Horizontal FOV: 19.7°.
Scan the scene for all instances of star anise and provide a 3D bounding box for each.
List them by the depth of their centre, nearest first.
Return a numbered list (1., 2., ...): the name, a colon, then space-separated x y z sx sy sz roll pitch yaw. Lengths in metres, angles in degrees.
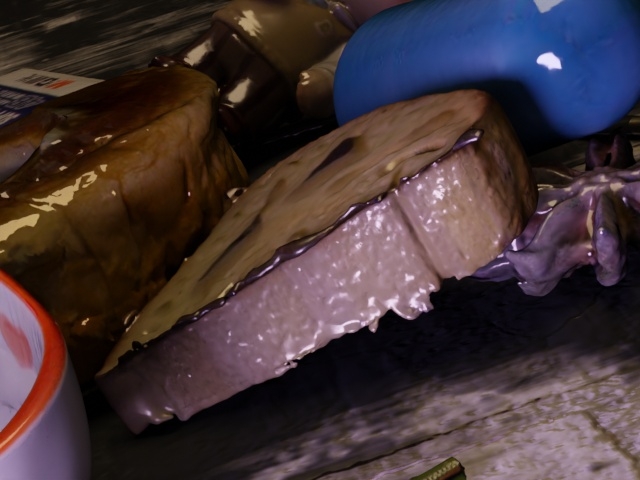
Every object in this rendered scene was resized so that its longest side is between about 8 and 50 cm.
1. star anise: 0.165 -0.018 1.074 0.205 0.061 0.180 -22 23 -7

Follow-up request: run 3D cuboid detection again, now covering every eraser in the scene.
1. eraser: -0.249 -0.089 1.615 0.124 0.081 0.279 -26 20 -25

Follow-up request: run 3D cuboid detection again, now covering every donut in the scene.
1. donut: -0.195 0.014 1.181 0.330 0.160 0.330 -26 12 6

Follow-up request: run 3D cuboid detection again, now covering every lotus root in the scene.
1. lotus root: 0.000 0.000 1.058 0.261 0.074 0.170 -28 24 18

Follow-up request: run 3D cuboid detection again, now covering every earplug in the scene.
1. earplug: 0.116 -0.109 1.171 0.132 0.132 0.273 -23 5 -20

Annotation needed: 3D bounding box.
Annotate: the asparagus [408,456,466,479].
1. asparagus: 0.013 0.132 0.843 0.127 0.018 0.015 -25 -15 -24

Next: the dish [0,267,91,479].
1. dish: -0.221 0.123 0.872 0.256 0.117 0.256 -14 32 9

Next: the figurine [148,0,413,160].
1. figurine: 0.025 -0.222 1.545 0.365 0.206 0.218 -30 48 -32

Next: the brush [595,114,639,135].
1. brush: 0.239 -0.077 1.259 0.063 0.016 0.193 -28 22 -32
